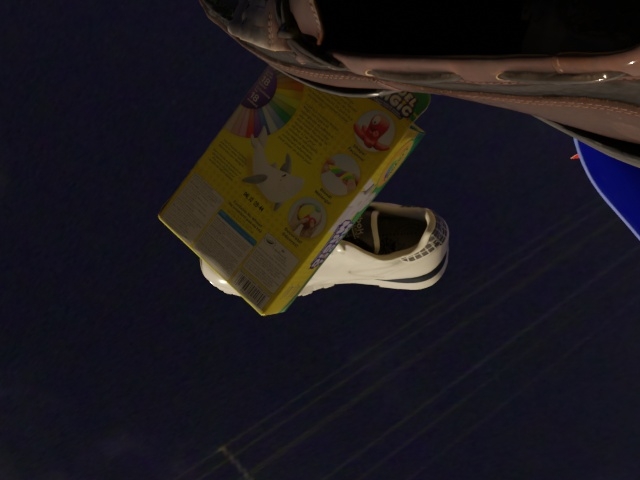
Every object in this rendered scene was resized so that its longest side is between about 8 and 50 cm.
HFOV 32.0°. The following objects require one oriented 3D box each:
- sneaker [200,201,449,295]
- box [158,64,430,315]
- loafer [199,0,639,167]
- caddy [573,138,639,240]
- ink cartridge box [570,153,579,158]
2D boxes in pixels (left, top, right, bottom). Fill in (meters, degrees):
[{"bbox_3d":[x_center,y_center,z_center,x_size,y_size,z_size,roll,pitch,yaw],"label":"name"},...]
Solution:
[{"bbox_3d":[0.000,0.000,1.023,0.235,0.095,0.090,-6,-106,7],"label":"sneaker"},{"bbox_3d":[-0.014,-0.052,0.727,0.105,0.179,0.043,42,-164,15],"label":"box"},{"bbox_3d":[0.040,-0.106,0.440,0.095,0.302,0.109,16,-84,-50],"label":"loafer"},{"bbox_3d":[0.374,-0.078,0.973,0.179,0.241,0.341,-21,-114,-41],"label":"caddy"},{"bbox_3d":[0.373,-0.090,1.248,0.145,0.179,0.045,-4,-95,-4],"label":"ink cartridge box"}]
